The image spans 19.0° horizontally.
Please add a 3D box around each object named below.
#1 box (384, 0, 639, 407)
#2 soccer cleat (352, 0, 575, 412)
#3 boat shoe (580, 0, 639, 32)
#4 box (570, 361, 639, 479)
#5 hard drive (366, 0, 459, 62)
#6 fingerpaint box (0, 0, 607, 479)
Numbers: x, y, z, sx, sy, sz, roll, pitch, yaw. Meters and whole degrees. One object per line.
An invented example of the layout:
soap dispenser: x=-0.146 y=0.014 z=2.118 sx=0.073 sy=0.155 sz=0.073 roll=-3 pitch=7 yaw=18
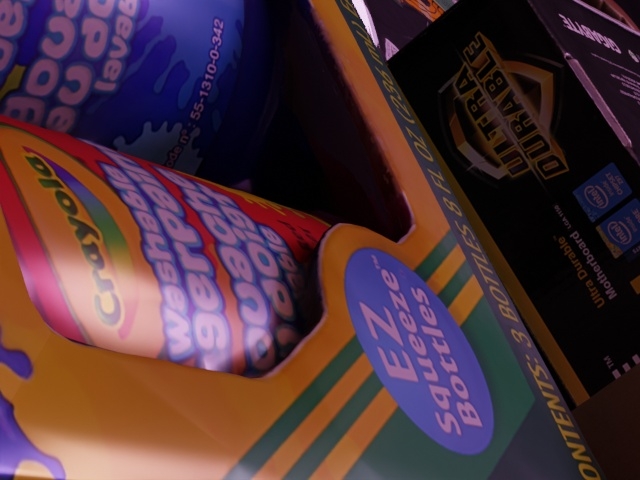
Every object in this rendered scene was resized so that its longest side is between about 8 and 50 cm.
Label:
box: x=0.184 y=0.030 z=0.828 sx=0.322 sy=0.079 sz=0.257 roll=11 pitch=45 yaw=-58
soccer cleat: x=0.000 y=0.000 z=0.809 sx=0.116 sy=0.108 sz=0.318 roll=-24 pitch=85 yaw=-36
boat shoe: x=0.148 y=-0.128 z=1.124 sx=0.178 sy=0.064 sz=0.060 roll=49 pitch=25 yaw=-2
box: x=0.076 y=0.140 z=0.588 sx=0.021 sy=0.201 sz=0.164 roll=27 pitch=33 yaw=-40
hard drive: x=0.034 y=-0.102 z=1.036 sx=0.339 sy=0.064 sz=0.237 roll=40 pitch=26 yaw=-24
fingerpaint box: x=-0.144 y=-0.078 z=0.542 sx=0.371 sy=0.163 sz=0.445 roll=17 pitch=41 yaw=-54
